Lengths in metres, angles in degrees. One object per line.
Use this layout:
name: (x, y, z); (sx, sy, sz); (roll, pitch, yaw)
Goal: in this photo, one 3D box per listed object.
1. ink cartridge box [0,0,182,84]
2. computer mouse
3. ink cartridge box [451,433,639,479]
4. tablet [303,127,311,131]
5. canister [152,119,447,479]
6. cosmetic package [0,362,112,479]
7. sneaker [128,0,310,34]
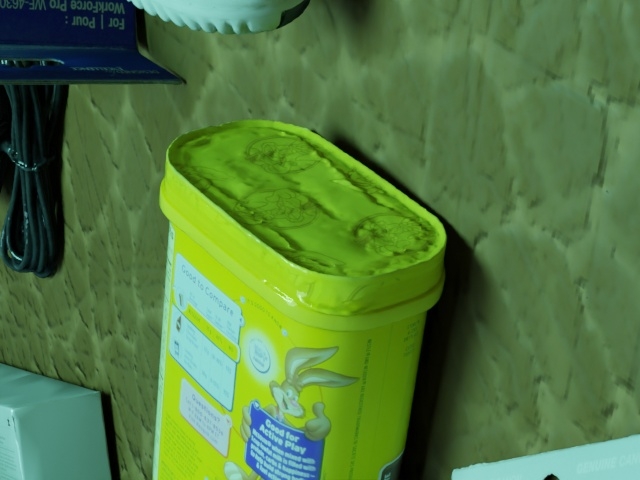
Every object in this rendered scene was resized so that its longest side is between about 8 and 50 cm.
ink cartridge box: (-0.218, -0.159, 0.896); (0.332, 0.165, 0.065); (33, 118, 45)
computer mouse: (-0.230, -0.107, 1.069); (0.262, 0.060, 0.184); (47, 138, 46)
ink cartridge box: (0.093, 0.163, 0.587); (0.145, 0.045, 0.179); (154, 124, -61)
tablet: (0.000, 0.000, 0.728); (0.054, 0.006, 0.083); (45, 136, 48)
canister: (-0.015, 0.054, 0.694); (0.126, 0.073, 0.170); (38, 132, 41)
cosmetic package: (-0.198, 0.133, 1.075); (0.239, 0.060, 0.099); (5, 105, 62)
sneaker: (-0.057, -0.204, 0.680); (0.153, 0.094, 0.235); (103, 156, -49)
